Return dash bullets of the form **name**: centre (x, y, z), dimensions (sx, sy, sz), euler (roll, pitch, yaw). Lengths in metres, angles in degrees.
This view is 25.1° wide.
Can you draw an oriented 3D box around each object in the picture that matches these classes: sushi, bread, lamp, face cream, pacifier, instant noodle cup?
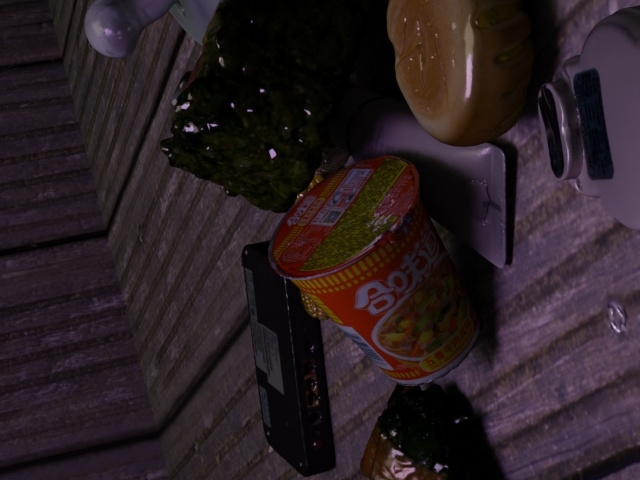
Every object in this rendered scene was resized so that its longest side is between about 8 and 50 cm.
- **sushi**: centre (-0.062, -0.212, 1.708), dimensions (0.294, 0.178, 0.352), euler (129, 161, -62)
- **sushi**: centre (0.130, 0.259, 1.704), dimensions (0.149, 0.140, 0.287), euler (46, 179, -31)
- **bread**: centre (0.145, -0.202, 1.430), dimensions (0.213, 0.104, 0.213), euler (172, 90, -70)
- **lamp**: centre (0.264, -0.097, 1.147), dimensions (0.246, 0.108, 0.179), euler (-176, 80, -72)
- **face cream**: centre (0.113, -0.090, 1.629), dimensions (0.314, 0.089, 0.143), euler (40, 140, 51)
- **pacifier**: centre (-0.233, -0.362, 2.194), dimensions (0.288, 0.269, 0.343), euler (55, 167, -9)
- **instant noodle cup**: centre (0.078, 0.045, 1.595), dimensions (0.212, 0.193, 0.193), euler (53, 174, -29)

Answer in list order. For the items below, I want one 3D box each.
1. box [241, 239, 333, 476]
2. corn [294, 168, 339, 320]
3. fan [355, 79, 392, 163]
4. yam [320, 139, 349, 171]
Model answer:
- **box**: centre (-0.053, 0.185, 2.287), dimensions (0.211, 0.058, 0.350), euler (-153, 55, -67)
- **corn**: centre (0.000, 0.000, 1.999), dimensions (0.080, 0.080, 0.238), euler (-139, 43, -60)
- **fan**: centre (0.069, -0.133, 1.835), dimensions (0.175, 0.005, 0.113), euler (123, 134, -63)
- **yam**: centre (-0.004, -0.181, 1.904), dimensions (0.078, 0.078, 0.179), euler (110, 147, -56)
